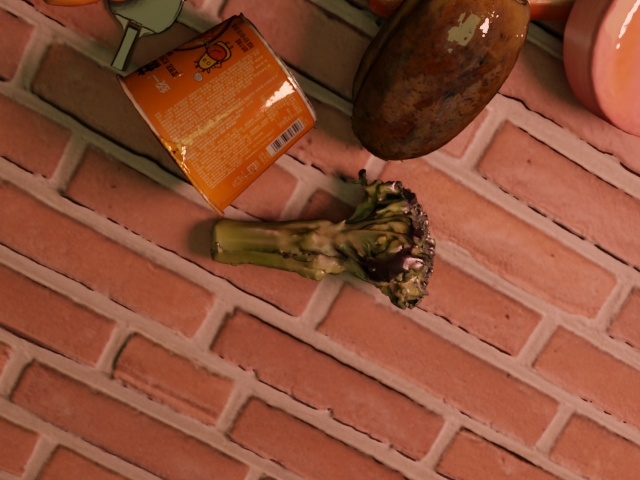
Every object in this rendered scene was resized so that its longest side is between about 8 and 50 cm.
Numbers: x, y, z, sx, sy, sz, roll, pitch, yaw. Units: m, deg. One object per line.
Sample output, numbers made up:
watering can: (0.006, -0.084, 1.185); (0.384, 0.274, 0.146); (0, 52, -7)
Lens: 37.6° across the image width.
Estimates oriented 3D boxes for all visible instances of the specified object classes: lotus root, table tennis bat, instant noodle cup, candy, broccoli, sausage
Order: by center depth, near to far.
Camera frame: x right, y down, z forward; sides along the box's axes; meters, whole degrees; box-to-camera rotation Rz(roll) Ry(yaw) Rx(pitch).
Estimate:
lotus root: (0.140, -0.206, 1.140); (0.160, 0.152, 0.275); (16, 133, -27)
instant noodle cup: (-0.119, -0.161, 1.149); (0.172, 0.216, 0.215); (-36, 103, -1)
candy: (0.425, -0.254, 1.153); (0.255, 0.094, 0.255); (-8, 118, -16)
sausage: (0.223, -0.306, 1.188); (0.348, 0.053, 0.053); (1, 105, -1)
table tennis bat: (-0.231, -0.293, 1.202); (0.095, 0.014, 0.158); (23, 102, -8)
broccoli: (0.000, 0.008, 1.236); (0.304, 0.165, 0.145); (3, 137, 11)

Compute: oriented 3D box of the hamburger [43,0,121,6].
hamburger: (-0.277, -0.390, 1.055); (0.237, 0.276, 0.276); (21, 104, -28)
